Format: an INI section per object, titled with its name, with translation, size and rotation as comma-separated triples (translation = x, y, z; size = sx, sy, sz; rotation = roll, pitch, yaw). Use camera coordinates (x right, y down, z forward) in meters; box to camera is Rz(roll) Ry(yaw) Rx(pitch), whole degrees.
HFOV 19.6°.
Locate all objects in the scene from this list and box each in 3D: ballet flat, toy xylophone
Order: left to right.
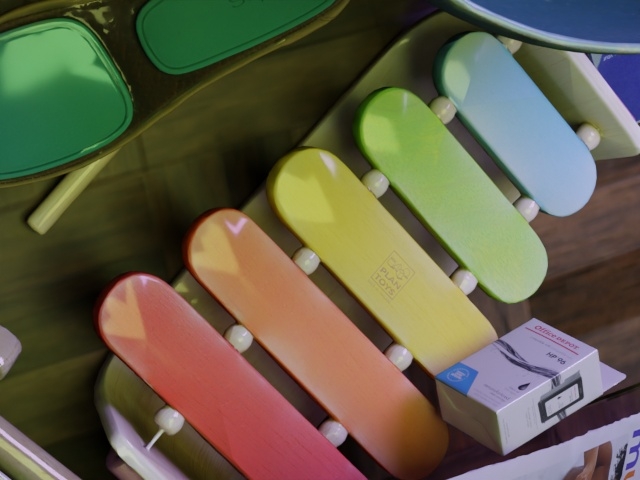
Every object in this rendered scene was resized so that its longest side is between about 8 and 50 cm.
[ballet flat]
translation = -0.090, -0.089, 0.854
size = 0.232, 0.073, 0.080
rotation = -22, 110, 2
[toy xylophone]
translation = 0.000, 0.000, 0.913
size = 0.236, 0.081, 0.323
rotation = 38, 81, -26

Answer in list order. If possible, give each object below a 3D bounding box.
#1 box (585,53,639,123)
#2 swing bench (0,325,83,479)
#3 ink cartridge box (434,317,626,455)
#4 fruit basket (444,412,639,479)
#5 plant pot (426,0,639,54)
[box]
translation = 0.171, -0.185, 0.991
size = 0.136, 0.036, 0.225
rotation = -24, 106, -21
[swing bench]
translation = -0.194, 0.171, 0.734
size = 0.255, 0.165, 0.253
rotation = 55, 36, -24
[ink cartridge box]
translation = 0.104, 0.067, 0.908
size = 0.083, 0.048, 0.028
rotation = -28, 123, -26
[fruit basket]
translation = 0.090, 0.259, 0.914
size = 0.353, 0.165, 0.327
rotation = -3, 108, -52
[plant pot]
translation = 0.104, -0.223, 0.826
size = 0.290, 0.195, 0.290
rotation = 0, 92, -11
